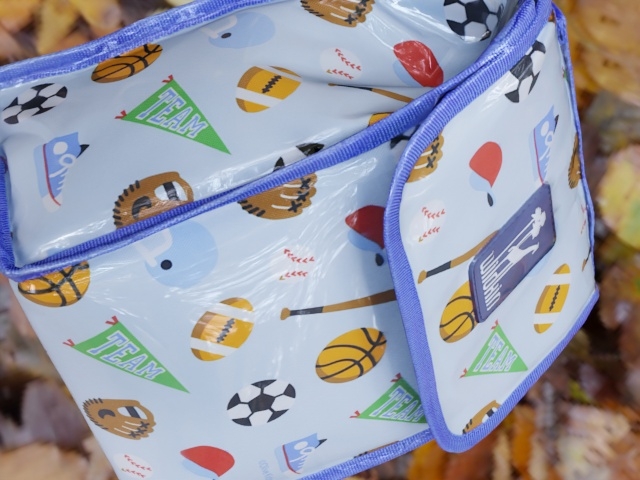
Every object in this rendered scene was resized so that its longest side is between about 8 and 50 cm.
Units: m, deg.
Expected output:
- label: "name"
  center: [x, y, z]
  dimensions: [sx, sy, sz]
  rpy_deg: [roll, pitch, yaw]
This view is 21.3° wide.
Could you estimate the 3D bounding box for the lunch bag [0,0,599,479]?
- label: "lunch bag"
  center: [0.000, 0.000, 1.168]
  dimensions: [0.386, 0.239, 0.327]
  rpy_deg: [-20, 138, -2]
